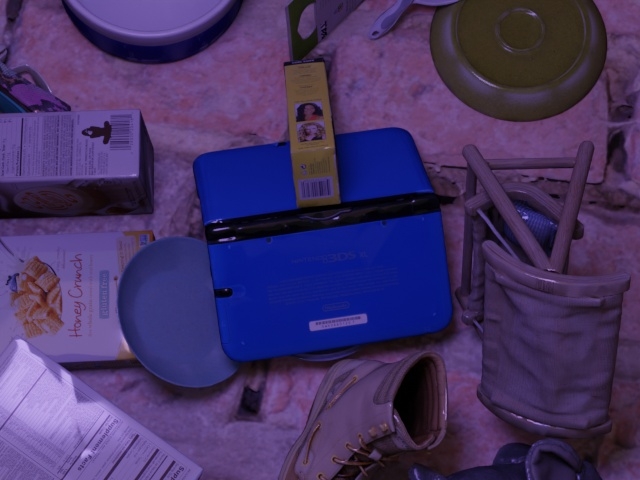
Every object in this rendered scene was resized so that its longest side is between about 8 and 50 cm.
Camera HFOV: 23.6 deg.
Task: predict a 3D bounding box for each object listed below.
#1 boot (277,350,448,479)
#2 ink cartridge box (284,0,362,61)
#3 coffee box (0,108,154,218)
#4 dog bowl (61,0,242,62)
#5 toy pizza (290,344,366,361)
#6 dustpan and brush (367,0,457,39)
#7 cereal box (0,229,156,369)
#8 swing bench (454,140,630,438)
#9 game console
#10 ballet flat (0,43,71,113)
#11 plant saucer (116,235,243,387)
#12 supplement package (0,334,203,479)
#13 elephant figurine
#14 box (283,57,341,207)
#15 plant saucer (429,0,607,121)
[{"bbox_3d":[0.050,0.254,1.791,0.095,0.203,0.262,31,68,-23],"label":"boot"},{"bbox_3d":[0.013,-0.376,2.021,0.097,0.189,0.255,41,76,14],"label":"ink cartridge box"},{"bbox_3d":[-0.343,-0.096,1.957,0.246,0.141,0.098,-2,71,2],"label":"coffee box"},{"bbox_3d":[-0.227,-0.376,2.056,0.264,0.104,0.265,1,76,-4],"label":"dog bowl"},{"bbox_3d":[-0.006,0.061,1.949,0.201,0.032,0.201,1,67,-2],"label":"toy pizza"},{"bbox_3d":[0.136,-0.349,2.046,0.147,0.211,0.060,34,34,-24],"label":"dustpan and brush"},{"bbox_3d":[-0.328,0.077,1.943,0.240,0.047,0.173,-3,72,-1],"label":"cereal box"},{"bbox_3d":[0.252,0.059,1.787,0.165,0.253,0.255,-2,42,1],"label":"swing bench"},{"bbox_3d":[0.000,0.000,1.943,0.293,0.173,0.250,-8,98,-6],"label":"game console"},{"bbox_3d":[-0.425,-0.216,2.043,0.221,0.077,0.079,36,57,8],"label":"ballet flat"},{"bbox_3d":[-0.173,0.092,1.913,0.195,0.037,0.195,12,66,-29],"label":"plant saucer"},{"bbox_3d":[-0.300,0.277,1.774,0.262,0.199,0.198,35,75,2],"label":"supplement package"},{"bbox_3d":[0.260,0.304,1.815,0.239,0.186,0.169,-34,39,-21],"label":"elephant figurine"},{"bbox_3d":[-0.011,-0.139,1.932,0.058,0.087,0.232,-7,36,0],"label":"box"},{"bbox_3d":[0.268,-0.277,2.062,0.240,0.037,0.241,0,70,0],"label":"plant saucer"}]
